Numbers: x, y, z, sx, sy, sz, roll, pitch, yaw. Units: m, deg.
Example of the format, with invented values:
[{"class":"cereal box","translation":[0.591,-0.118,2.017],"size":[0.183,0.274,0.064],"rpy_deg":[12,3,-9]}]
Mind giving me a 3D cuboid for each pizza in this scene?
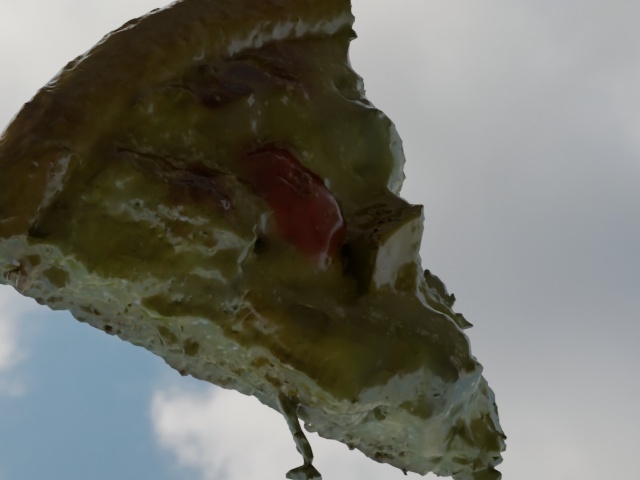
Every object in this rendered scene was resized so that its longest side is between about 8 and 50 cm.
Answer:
[{"class":"pizza","translation":[0.000,0.000,0.807],"size":[0.288,0.075,0.280],"rpy_deg":[44,-130,-3]}]
